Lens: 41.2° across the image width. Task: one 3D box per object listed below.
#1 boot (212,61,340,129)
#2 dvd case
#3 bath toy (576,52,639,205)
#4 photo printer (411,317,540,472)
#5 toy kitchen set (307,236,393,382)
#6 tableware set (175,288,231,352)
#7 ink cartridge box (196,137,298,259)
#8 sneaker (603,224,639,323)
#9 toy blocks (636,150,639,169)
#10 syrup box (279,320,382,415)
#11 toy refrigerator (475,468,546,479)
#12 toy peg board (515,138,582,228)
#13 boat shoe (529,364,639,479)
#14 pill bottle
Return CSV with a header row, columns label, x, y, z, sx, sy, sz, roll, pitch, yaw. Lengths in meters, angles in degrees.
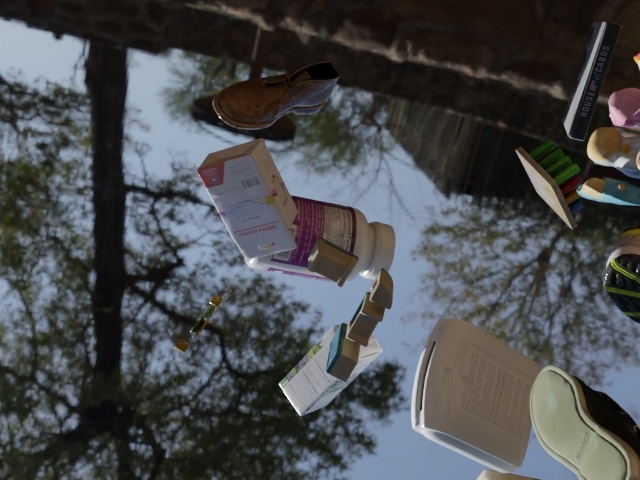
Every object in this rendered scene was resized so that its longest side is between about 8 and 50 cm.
label,x,y,z,sx,sy,sz,roll,pitch,yaw
boot,-0.084,-0.305,1.716,0.305,0.115,0.112,-22,-102,-43
dvd case,0.434,-0.263,1.377,0.029,0.179,0.238,16,-163,8
bath toy,0.628,-0.241,1.700,0.151,0.348,0.129,24,177,-14
photo printer,0.316,0.316,1.765,0.307,0.256,0.107,30,156,-34
toy kitchen set,0.024,0.114,1.539,0.166,0.207,0.122,27,-159,-4
tableware set,-0.225,0.152,1.599,0.024,0.104,0.154,37,-141,-4
ink cartridge box,-0.119,-0.070,1.514,0.115,0.198,0.067,-13,-151,24
sneaker,0.653,0.128,1.534,0.145,0.384,0.147,-20,-151,39
toy blocks,0.553,-0.095,1.389,0.054,0.123,0.148,-30,175,40
syrup box,0.022,0.283,1.902,0.093,0.237,0.096,-10,-123,-50
toy refrigerator,0.466,0.602,1.919,0.269,0.102,0.094,18,-152,-25
toy peg board,0.539,-0.137,1.934,0.160,0.079,0.161,50,-172,-40
boat shoe,0.445,0.310,1.359,0.113,0.127,0.340,19,-172,-15
pill bottle,0.000,0.000,1.826,0.301,0.169,0.169,11,-163,-17
